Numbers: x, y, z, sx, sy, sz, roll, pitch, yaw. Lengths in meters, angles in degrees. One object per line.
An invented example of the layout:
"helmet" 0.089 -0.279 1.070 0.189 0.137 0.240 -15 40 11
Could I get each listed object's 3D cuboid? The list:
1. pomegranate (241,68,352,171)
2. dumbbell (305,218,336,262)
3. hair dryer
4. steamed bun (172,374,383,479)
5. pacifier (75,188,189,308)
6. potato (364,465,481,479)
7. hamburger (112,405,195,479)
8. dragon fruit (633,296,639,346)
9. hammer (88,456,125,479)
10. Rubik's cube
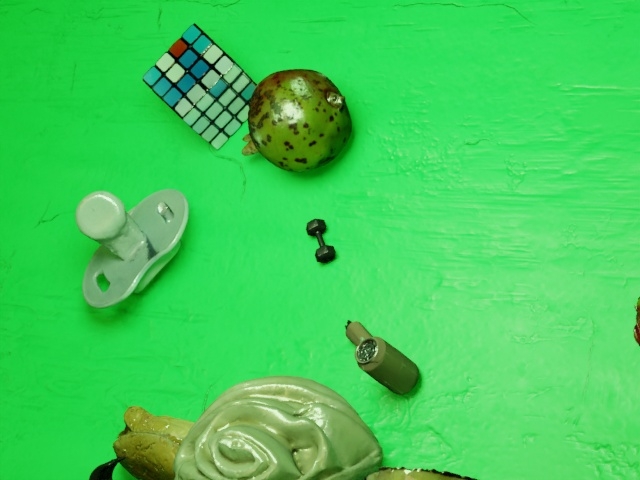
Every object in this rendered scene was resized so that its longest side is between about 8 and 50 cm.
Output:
"pomegranate" -0.050 -0.224 2.162 0.198 0.198 0.246 -64 19 -9
"dumbbell" 0.000 0.000 2.114 0.036 0.040 0.083 -11 60 -15
"hair dryer" 0.082 0.182 1.973 0.064 0.117 0.182 -50 38 2
"steamed bun" -0.067 0.348 1.845 0.310 0.219 0.324 38 64 26
"pacifier" -0.387 -0.013 2.212 0.279 0.207 0.227 -47 40 1
"potato" 0.169 0.491 1.732 0.229 0.229 0.266 -9 62 22
"hamburger" -0.264 0.371 2.038 0.262 0.131 0.124 7 69 31
"dragon fruit" 0.549 0.128 1.764 0.142 0.175 0.138 34 98 2
"hammer" -0.235 0.503 1.960 0.440 0.044 0.168 20 117 33
"Rubik's cube" -0.225 -0.300 2.277 0.154 0.155 0.151 -46 60 3
